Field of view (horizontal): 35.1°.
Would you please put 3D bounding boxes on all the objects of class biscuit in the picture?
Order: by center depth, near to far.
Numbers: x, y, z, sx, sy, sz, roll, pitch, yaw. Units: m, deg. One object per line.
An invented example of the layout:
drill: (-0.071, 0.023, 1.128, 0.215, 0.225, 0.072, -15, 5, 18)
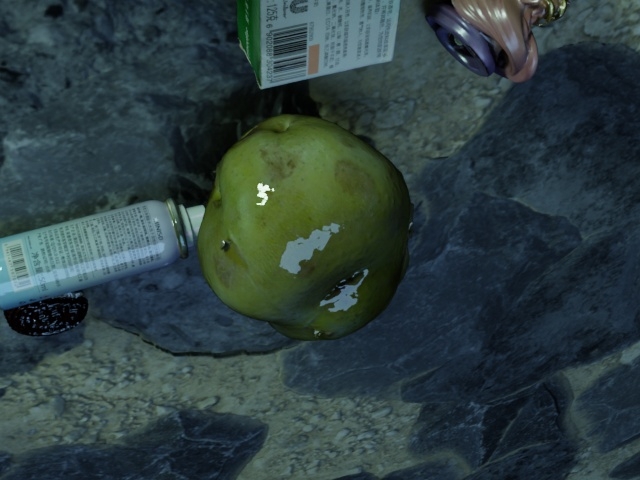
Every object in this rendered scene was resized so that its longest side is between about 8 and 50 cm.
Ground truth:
biscuit: (-0.310, 0.078, 1.141, 0.087, 0.027, 0.089, -35, 142, 15)

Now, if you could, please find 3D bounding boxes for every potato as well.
potato: (-0.004, 0.000, 1.082, 0.218, 0.202, 0.351, -53, 150, -2)

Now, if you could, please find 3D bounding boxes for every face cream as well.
face cream: (-0.229, 0.008, 1.059, 0.229, 0.075, 0.075, -15, 143, -12)

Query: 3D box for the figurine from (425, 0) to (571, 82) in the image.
figurine: (0.185, -0.225, 0.975, 0.157, 0.126, 0.114, -39, -175, 21)

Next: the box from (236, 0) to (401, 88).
box: (-0.001, -0.238, 0.878, 0.135, 0.081, 0.199, -14, 145, -15)
